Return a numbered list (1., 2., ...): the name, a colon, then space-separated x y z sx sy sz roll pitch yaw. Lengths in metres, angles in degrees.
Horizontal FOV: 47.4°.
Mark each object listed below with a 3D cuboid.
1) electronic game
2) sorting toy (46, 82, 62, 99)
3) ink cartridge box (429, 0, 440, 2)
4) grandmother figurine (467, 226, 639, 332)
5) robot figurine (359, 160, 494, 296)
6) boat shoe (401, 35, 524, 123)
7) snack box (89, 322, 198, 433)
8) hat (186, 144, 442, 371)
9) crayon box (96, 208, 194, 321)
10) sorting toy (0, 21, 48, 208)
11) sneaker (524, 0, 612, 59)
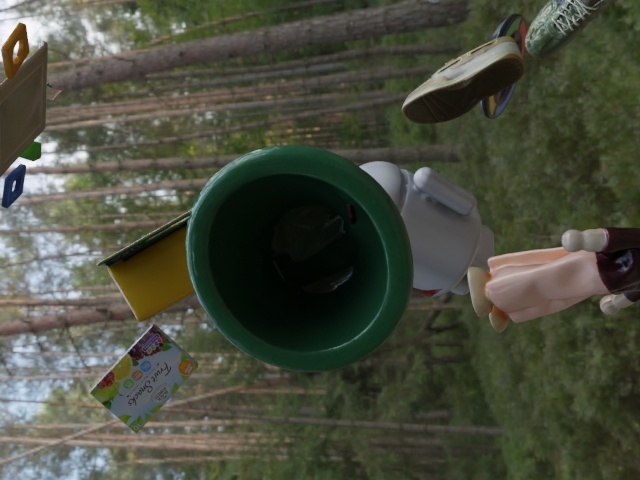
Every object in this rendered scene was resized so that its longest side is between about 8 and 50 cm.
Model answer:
1. electronic game: 0.403 -0.380 1.600 0.229 0.048 0.229 -43 -37 -44
2. sorting toy: -0.633 -0.346 1.693 0.083 0.062 0.012 -87 10 -59
3. ink cartridge box: 0.049 -0.234 0.314 0.087 0.153 0.208 26 -76 -49
4. grandmother figurine: 0.369 0.032 0.948 0.208 0.342 0.104 28 -130 -51
5. robot figurine: 0.160 -0.021 1.382 0.300 0.353 0.200 -49 23 42
6. boat shoe: 0.144 -0.162 0.744 0.050 0.135 0.045 38 -135 -38
7. snack box: -0.278 0.217 1.155 0.100 0.141 0.037 44 174 -9
8. hat: 0.000 0.000 0.627 0.183 0.172 0.209 -66 -36 -67
9. crayon box: -0.155 0.018 0.965 0.083 0.203 0.323 60 175 0
10. sorting toy: -0.505 -0.213 1.196 0.196 0.047 0.348 -76 7 -45
11. sneaker: 0.354 -0.328 0.985 0.064 0.192 0.086 47 -163 3
